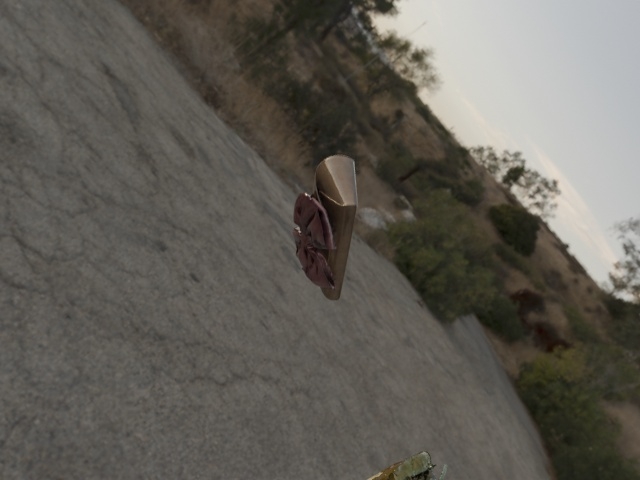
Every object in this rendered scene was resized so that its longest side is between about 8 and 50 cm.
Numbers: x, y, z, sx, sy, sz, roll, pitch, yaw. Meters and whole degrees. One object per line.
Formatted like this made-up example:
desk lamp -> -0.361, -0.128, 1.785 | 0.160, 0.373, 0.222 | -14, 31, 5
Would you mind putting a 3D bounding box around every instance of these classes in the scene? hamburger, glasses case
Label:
hamburger -> 0.133, 0.424, 1.017 | 0.114, 0.185, 0.177 | 61, -7, 20
glasses case -> 0.000, 0.000, 0.776 | 0.194, 0.070, 0.103 | 97, -7, -50
